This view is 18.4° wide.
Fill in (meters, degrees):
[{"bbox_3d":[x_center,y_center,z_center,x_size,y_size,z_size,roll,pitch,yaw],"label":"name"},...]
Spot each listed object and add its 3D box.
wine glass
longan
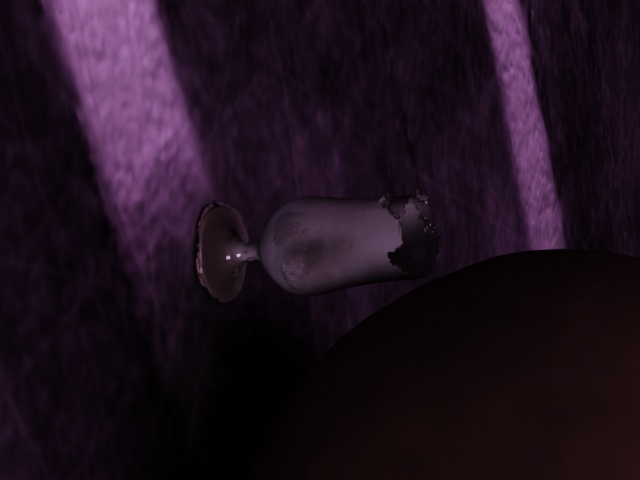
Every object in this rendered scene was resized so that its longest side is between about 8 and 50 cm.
[{"bbox_3d":[0.000,0.000,0.697,0.042,0.083,0.039,-8,91,-64],"label":"wine glass"},{"bbox_3d":[0.085,0.125,0.686,0.258,0.258,0.258,-2,90,-67],"label":"longan"}]
